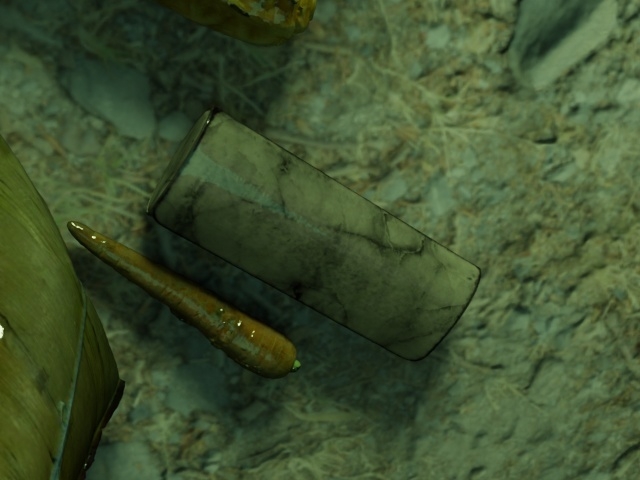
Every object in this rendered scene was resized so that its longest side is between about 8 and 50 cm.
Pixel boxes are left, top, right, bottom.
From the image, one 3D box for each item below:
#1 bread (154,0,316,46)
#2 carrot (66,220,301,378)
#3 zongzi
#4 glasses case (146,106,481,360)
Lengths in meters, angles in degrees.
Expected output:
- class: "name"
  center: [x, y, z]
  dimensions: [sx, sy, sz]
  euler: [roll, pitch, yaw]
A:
- class: "bread"
  center: [-0.166, -0.251, 0.700]
  dimensions: [0.367, 0.084, 0.077]
  euler: [25, 62, -21]
- class: "carrot"
  center: [-0.121, 0.055, 0.850]
  dimensions: [0.254, 0.049, 0.049]
  euler: [36, 101, -19]
- class: "zongzi"
  center: [-0.275, 0.049, 0.649]
  dimensions: [0.174, 0.356, 0.393]
  euler: [-11, 112, 1]
- class: "glasses case"
  center: [0.000, 0.000, 0.842]
  dimensions: [0.299, 0.060, 0.114]
  euler: [29, 103, -21]
